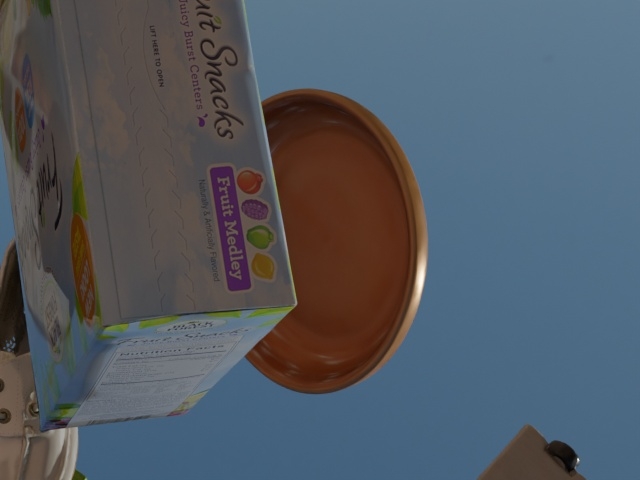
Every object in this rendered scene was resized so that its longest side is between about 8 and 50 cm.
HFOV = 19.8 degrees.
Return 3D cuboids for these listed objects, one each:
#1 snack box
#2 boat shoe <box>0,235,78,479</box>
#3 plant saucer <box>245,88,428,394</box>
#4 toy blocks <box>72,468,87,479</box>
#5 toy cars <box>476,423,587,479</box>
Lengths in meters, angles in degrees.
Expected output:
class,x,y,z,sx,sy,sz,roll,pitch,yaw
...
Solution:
class,x,y,z,sx,sy,sz,roll,pitch,yaw
snack box,-0.074,-0.032,0.676,0.070,0.175,0.207,-6,168,-14
boat shoe,-0.239,0.118,1.382,0.098,0.096,0.277,-19,-133,32
plant saucer,0.000,0.000,1.205,0.037,0.200,0.200,-4,-176,-44
toy blocks,-0.303,0.372,1.825,0.381,0.191,0.261,31,-117,20
toy cars,0.327,0.283,1.748,0.393,0.177,0.087,7,161,-11
